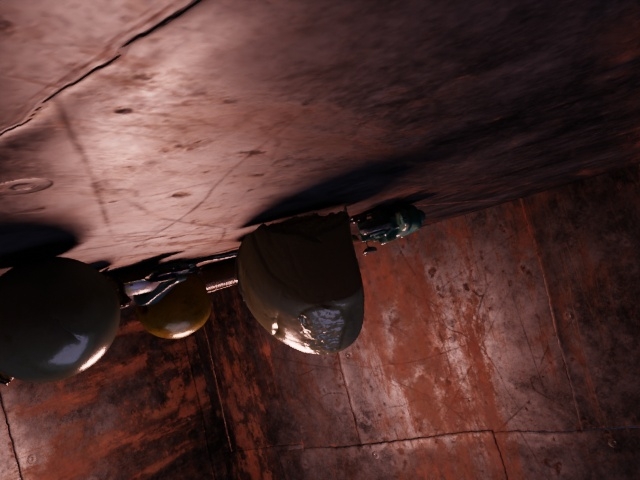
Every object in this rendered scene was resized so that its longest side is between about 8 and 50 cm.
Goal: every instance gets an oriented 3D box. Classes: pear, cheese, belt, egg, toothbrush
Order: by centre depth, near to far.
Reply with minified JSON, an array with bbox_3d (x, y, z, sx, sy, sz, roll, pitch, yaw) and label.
[{"bbox_3d":[-0.408,0.118,0.810,0.253,0.187,0.186,-21,173,35],"label":"egg"},{"bbox_3d":[-0.425,0.093,1.291,0.250,0.064,0.156,-14,178,32],"label":"cheese"},{"bbox_3d":[-0.429,0.098,1.418,0.179,0.100,0.065,-32,170,17],"label":"belt"},{"bbox_3d":[-0.236,0.036,1.469,0.297,0.031,0.030,-16,-158,-1],"label":"toothbrush"},{"bbox_3d":[-0.430,0.186,1.548,0.208,0.209,0.209,-15,176,-1],"label":"pear"}]

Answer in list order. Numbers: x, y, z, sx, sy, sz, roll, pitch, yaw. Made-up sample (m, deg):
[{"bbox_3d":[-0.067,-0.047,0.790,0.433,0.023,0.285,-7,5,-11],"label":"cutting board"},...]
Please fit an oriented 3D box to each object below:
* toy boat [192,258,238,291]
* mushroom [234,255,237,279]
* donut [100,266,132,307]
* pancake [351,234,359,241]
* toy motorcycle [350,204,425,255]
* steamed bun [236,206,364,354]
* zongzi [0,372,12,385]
[{"bbox_3d":[-0.321,0.115,1.815,0.310,0.090,0.115,-14,173,-10],"label":"toy boat"},{"bbox_3d":[-0.111,0.090,1.341,0.207,0.215,0.207,-6,172,-1],"label":"mushroom"},{"bbox_3d":[-0.522,0.121,1.110,0.216,0.096,0.230,-15,177,43],"label":"donut"},{"bbox_3d":[0.000,0.000,1.567,0.241,0.050,0.242,-9,-174,1],"label":"pancake"},{"bbox_3d":[0.191,-0.037,1.453,0.198,0.109,0.296,-17,177,9],"label":"toy motorcycle"},{"bbox_3d":[-0.046,0.100,1.145,0.272,0.274,0.290,-11,135,0],"label":"steamed bun"},{"bbox_3d":[-0.763,0.167,1.095,0.289,0.123,0.260,24,146,7],"label":"zongzi"}]
